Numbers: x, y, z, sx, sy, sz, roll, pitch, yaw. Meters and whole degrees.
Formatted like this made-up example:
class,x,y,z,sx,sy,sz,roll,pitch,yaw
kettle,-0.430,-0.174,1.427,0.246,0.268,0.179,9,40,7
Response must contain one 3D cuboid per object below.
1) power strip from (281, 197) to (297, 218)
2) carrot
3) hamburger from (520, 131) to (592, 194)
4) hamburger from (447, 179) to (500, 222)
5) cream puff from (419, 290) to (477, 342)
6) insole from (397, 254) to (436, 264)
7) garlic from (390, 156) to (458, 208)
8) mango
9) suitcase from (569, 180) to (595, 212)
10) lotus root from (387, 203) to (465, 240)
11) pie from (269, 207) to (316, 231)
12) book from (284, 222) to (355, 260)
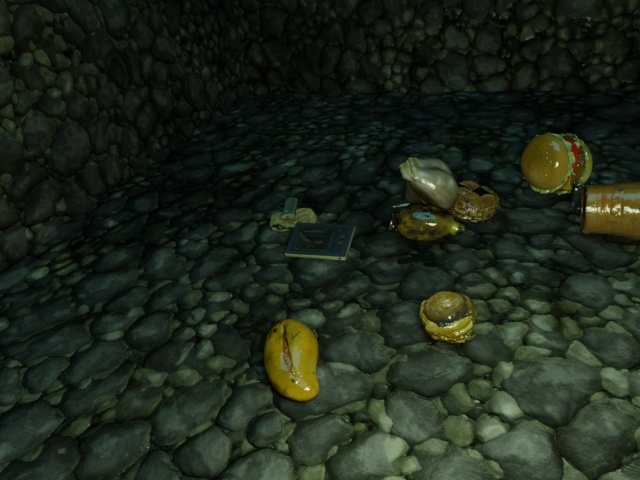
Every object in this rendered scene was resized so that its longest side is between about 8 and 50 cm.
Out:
class,x,y,z,sx,sy,sz,roll,pitch,yaw
power strip,-0.143,-0.145,2.258,0.060,0.027,0.252,-7,24,5
carrot,1.148,-0.111,1.792,0.341,0.224,0.224,5,36,27
hamburger,0.997,-0.334,2.101,0.212,0.274,0.274,0,28,-25
hamburger,0.654,-0.165,2.108,0.231,0.106,0.231,-1,38,1
cream puff,0.406,0.247,1.526,0.189,0.129,0.189,-18,28,10
insole,0.376,0.076,1.904,0.153,0.002,0.053,-9,33,1
garlic,0.465,-0.201,2.083,0.246,0.340,0.231,-18,62,-10
mango,-0.088,0.358,1.493,0.177,0.120,0.295,-14,34,-3
suitcase,1.073,-0.177,1.994,0.086,0.126,0.059,4,23,21
lotus root,0.431,-0.076,1.991,0.314,0.141,0.169,6,33,20
pie,-0.122,-0.105,2.259,0.218,0.052,0.185,2,37,20
book,0.000,0.000,2.061,0.270,0.025,0.190,3,48,19
